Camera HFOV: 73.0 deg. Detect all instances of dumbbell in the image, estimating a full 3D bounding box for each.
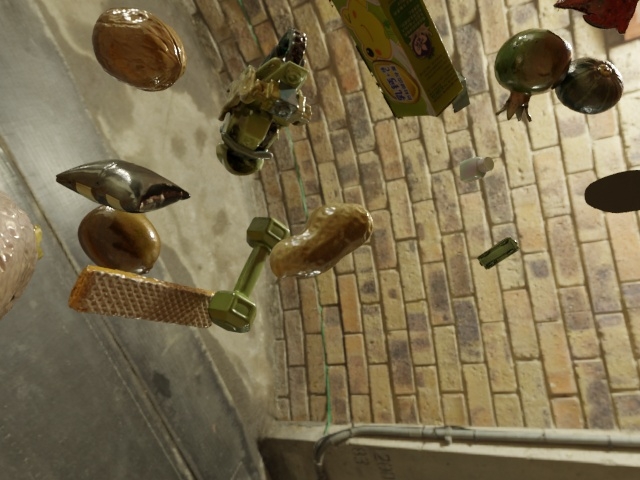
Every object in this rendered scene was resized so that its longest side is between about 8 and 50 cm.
[{"bbox_3d":[-0.174,0.080,1.085,0.121,0.108,0.301,35,57,-24],"label":"dumbbell"}]

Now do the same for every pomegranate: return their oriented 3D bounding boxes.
[{"bbox_3d":[0.532,-0.420,1.111,0.181,0.182,0.224,-39,142,-64],"label":"pomegranate"}]

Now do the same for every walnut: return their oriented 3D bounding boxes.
[{"bbox_3d":[-0.386,-0.406,0.930,0.167,0.207,0.167,-58,165,-25],"label":"walnut"}]

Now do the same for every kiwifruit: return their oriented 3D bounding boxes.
[{"bbox_3d":[-0.582,0.005,1.267,0.234,0.196,0.196,51,27,-1],"label":"kiwifruit"}]

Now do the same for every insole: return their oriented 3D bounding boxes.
[{"bbox_3d":[0.608,-0.094,0.773,0.005,0.254,0.086,-78,160,-59],"label":"insole"}]

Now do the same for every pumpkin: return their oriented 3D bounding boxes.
[{"bbox_3d":[0.704,-0.406,1.140,0.125,0.167,0.167,140,-54,-70],"label":"pumpkin"}]

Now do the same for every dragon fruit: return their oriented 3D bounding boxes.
[{"bbox_3d":[0.681,-0.577,1.093,0.092,0.193,0.122,-99,-164,-84],"label":"dragon fruit"}]

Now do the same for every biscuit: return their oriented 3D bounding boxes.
[{"bbox_3d":[-0.364,0.135,0.965,0.379,0.054,0.094,29,84,-56],"label":"biscuit"}]

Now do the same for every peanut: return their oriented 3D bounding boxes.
[{"bbox_3d":[0.000,0.000,0.886,0.110,0.237,0.120,42,-25,48],"label":"peanut"}]

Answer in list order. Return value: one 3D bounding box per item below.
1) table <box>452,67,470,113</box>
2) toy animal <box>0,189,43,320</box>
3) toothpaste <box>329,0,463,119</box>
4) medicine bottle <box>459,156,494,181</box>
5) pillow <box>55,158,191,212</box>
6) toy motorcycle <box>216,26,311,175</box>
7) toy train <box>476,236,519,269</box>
[{"bbox_3d":[0.344,-0.466,1.216,0.175,0.063,0.146,41,20,-54],"label":"table"},{"bbox_3d":[-0.487,0.032,0.538,0.188,0.359,0.226,61,35,-46],"label":"toy animal"},{"bbox_3d":[0.101,-0.345,0.677,0.077,0.110,0.327,-46,119,-13],"label":"toothpaste"},{"bbox_3d":[0.560,-0.260,1.552,0.055,0.118,0.074,5,79,-24],"label":"medicine bottle"},{"bbox_3d":[-0.465,-0.131,1.036,0.186,0.250,0.105,-38,144,-63],"label":"pillow"},{"bbox_3d":[-0.154,-0.315,1.064,0.169,0.410,0.236,15,56,-30],"label":"toy motorcycle"},{"bbox_3d":[0.400,0.027,0.975,0.038,0.093,0.056,55,21,10],"label":"toy train"}]
